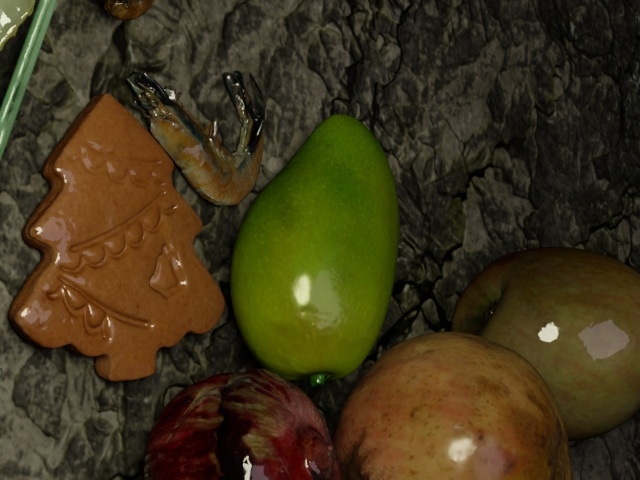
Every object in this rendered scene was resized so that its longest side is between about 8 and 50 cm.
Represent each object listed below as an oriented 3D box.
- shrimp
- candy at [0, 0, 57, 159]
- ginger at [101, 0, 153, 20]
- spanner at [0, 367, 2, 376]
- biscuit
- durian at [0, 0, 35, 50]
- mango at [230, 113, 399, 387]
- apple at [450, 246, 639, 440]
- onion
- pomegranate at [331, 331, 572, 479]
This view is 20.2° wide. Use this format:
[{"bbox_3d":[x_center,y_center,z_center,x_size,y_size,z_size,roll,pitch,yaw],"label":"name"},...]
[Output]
[{"bbox_3d":[-0.127,-0.141,2.004,0.219,0.046,0.152,47,57,-36],"label":"shrimp"},{"bbox_3d":[-0.269,-0.267,1.834,0.119,0.119,0.440,22,83,-41],"label":"candy"},{"bbox_3d":[-0.207,-0.294,1.913,0.073,0.103,0.162,9,50,-4],"label":"ginger"},{"bbox_3d":[-0.412,0.107,1.723,0.254,0.015,0.054,9,82,-44],"label":"spanner"},{"bbox_3d":[-0.216,-0.004,1.906,0.284,0.043,0.306,-6,90,-45],"label":"biscuit"},{"bbox_3d":[-0.344,-0.261,1.728,0.252,0.139,0.144,-41,88,-11],"label":"durian"},{"bbox_3d":[0.000,0.000,2.041,0.192,0.156,0.343,35,50,-29],"label":"mango"},{"bbox_3d":[0.296,0.121,2.259,0.234,0.257,0.257,32,64,-23],"label":"apple"},{"bbox_3d":[-0.073,0.256,1.924,0.246,0.190,0.246,33,46,-43],"label":"onion"},{"bbox_3d":[0.149,0.261,2.070,0.322,0.322,0.322,5,83,-44],"label":"pomegranate"}]
